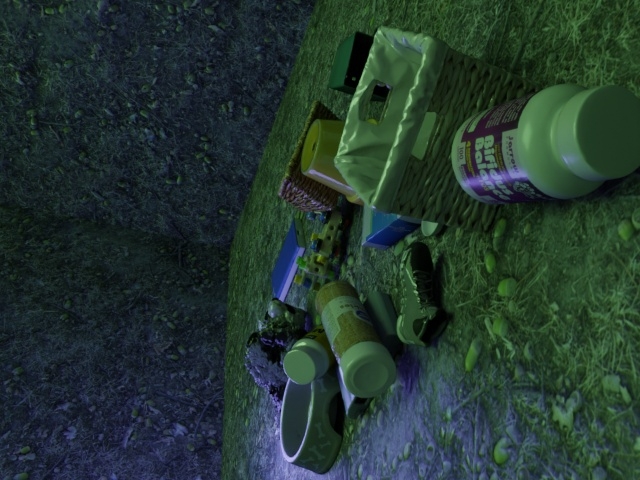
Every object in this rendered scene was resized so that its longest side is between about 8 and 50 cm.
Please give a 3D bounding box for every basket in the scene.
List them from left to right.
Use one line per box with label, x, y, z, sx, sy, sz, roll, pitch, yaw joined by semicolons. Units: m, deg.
basket;-0.045;-0.265;1.952;0.213;0.223;0.299;1;66;50
basket;0.222;-0.229;1.237;0.331;0.266;0.329;-115;40;-65

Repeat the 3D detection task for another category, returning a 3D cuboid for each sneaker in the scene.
sneaker;0.231;0.120;1.303;0.132;0.086;0.229;-170;82;-69

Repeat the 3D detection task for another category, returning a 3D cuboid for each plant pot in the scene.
plant pot;0.081;-0.242;1.762;0.254;0.238;0.254;-167;90;-73
plant pot;0.123;-0.537;1.934;0.234;0.165;0.166;-158;81;-70

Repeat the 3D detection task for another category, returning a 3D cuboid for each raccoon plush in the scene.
raccoon plush;-0.147;0.428;2.131;0.299;0.216;0.447;-71;-11;-82

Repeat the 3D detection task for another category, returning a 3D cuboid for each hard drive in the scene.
hard drive;-0.140;0.093;2.586;0.210;0.040;0.319;-102;29;-54

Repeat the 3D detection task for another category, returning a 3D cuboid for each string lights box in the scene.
string lights box;0.191;-0.080;1.560;0.259;0.076;0.134;139;140;-64

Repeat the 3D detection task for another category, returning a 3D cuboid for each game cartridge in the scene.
game cartridge;0.117;0.290;1.583;0.198;0.062;0.297;-111;36;-55

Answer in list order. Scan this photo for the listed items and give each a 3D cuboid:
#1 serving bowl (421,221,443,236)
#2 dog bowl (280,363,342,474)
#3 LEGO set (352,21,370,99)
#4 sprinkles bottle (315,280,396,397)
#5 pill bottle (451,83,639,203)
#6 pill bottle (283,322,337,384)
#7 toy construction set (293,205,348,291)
serving bowl;0.262;-0.048;1.389;0.083;0.027;0.083;-168;90;-73
dog bowl;-0.030;0.509;1.820;0.349;0.102;0.349;-167;90;-73
LEGO set;0.156;-0.621;2.162;0.182;0.060;0.244;116;165;-64
sprinkles bottle;0.074;0.225;1.466;0.355;0.121;0.121;-116;42;-64
pill bottle;0.344;-0.145;0.944;0.301;0.169;0.169;-179;101;-74
pill bottle;-0.011;0.314;1.700;0.208;0.119;0.119;-26;-42;-62
toy construction set;0.000;0.000;2.036;0.215;0.151;0.328;136;138;-74
